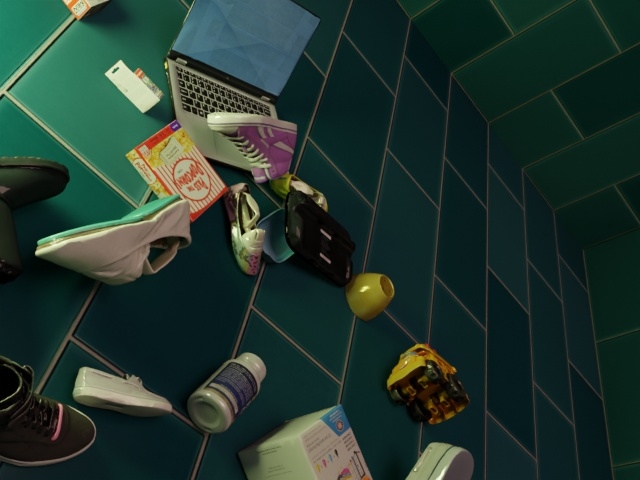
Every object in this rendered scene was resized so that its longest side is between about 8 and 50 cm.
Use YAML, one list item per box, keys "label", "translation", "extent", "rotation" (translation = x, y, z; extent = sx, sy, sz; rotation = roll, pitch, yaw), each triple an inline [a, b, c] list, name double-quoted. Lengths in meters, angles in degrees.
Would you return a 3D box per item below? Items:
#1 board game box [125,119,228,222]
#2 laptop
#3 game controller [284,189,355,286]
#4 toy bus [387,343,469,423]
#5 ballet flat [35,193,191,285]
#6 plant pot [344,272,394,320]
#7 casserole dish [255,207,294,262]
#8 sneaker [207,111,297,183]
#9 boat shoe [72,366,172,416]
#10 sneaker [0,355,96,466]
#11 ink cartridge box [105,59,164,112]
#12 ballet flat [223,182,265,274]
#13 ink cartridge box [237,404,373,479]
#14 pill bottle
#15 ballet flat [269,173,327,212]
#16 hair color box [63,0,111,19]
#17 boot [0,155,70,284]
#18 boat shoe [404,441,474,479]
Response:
- label: "board game box"
  translation: [-0.307, -0.146, 1.507]
  extent: [0.193, 0.045, 0.147]
  rotation: [54, 41, -14]
- label: "laptop"
  translation: [-0.162, -0.399, 1.721]
  extent: [0.382, 0.236, 0.408]
  rotation: [13, 58, -49]
- label: "game controller"
  translation: [0.000, 0.000, 1.797]
  extent: [0.319, 0.067, 0.167]
  rotation: [40, 53, -50]
- label: "toy bus"
  translation: [0.285, 0.363, 1.916]
  extent: [0.220, 0.149, 0.211]
  rotation: [40, 27, -28]
- label: "ballet flat"
  translation: [-0.343, 0.010, 1.265]
  extent: [0.139, 0.139, 0.400]
  rotation: [61, 22, -3]
- label: "plant pot"
  translation: [0.145, 0.142, 1.900]
  extent: [0.134, 0.095, 0.134]
  rotation: [32, 45, -38]
- label: "casserole dish"
  translation: [-0.108, -0.009, 1.710]
  extent: [0.114, 0.037, 0.188]
  rotation: [60, 34, -6]
- label: "sneaker"
  translation: [-0.159, -0.219, 1.665]
  extent: [0.282, 0.102, 0.161]
  rotation: [3, 97, -50]
- label: "boat shoe"
  translation: [-0.336, 0.260, 1.193]
  extent: [0.184, 0.066, 0.063]
  rotation: [21, 52, -34]
- label: "sneaker"
  translation: [-0.425, 0.248, 0.995]
  extent: [0.295, 0.147, 0.105]
  rotation: [31, 43, -41]
- label: "ink cartridge box"
  translation: [-0.402, -0.338, 1.503]
  extent: [0.115, 0.063, 0.029]
  rotation: [47, 38, -24]
- label: "ballet flat"
  translation: [-0.169, -0.033, 1.602]
  extent: [0.077, 0.079, 0.222]
  rotation: [9, 62, -53]
- label: "ink cartridge box"
  translation: [-0.015, 0.480, 1.379]
  extent: [0.171, 0.168, 0.233]
  rotation: [-17, 83, -58]
- label: "pill bottle"
  translation: [-0.176, 0.291, 1.355]
  extent: [0.094, 0.094, 0.169]
  rotation: [59, 34, -7]
- label: "ballet flat"
  translation: [-0.036, -0.113, 1.829]
  extent: [0.231, 0.077, 0.077]
  rotation: [32, 63, -44]
- label: "hair color box"
  translation: [-0.536, -0.567, 1.487]
  extent: [0.167, 0.053, 0.093]
  rotation: [53, 33, -14]
- label: "boot"
  translation: [-0.508, -0.030, 1.117]
  extent: [0.246, 0.094, 0.207]
  rotation: [2, 66, -51]
- label: "boat shoe"
  translation: [0.202, 0.625, 1.623]
  extent: [0.136, 0.156, 0.367]
  rotation: [50, 64, -28]
